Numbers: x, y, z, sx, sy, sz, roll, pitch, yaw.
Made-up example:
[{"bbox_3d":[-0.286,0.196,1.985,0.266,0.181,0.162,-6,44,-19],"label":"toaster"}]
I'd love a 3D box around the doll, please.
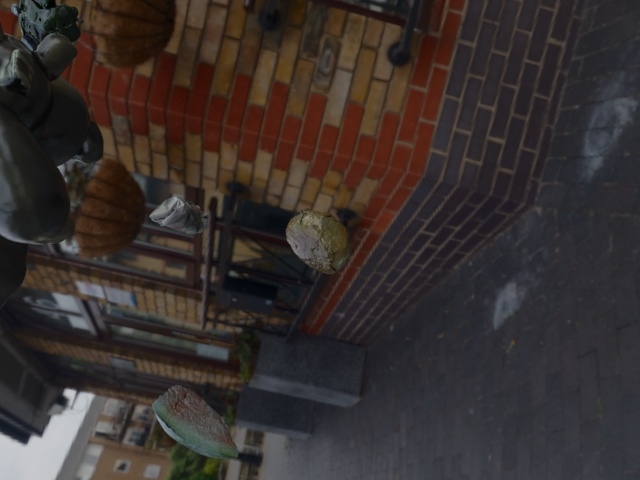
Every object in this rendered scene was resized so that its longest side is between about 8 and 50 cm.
[{"bbox_3d":[-0.512,-0.152,1.022,0.382,0.252,0.379,93,173,-72],"label":"doll"}]

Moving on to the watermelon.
[{"bbox_3d":[-0.231,0.351,1.154,0.094,0.180,0.081,-40,-6,-30],"label":"watermelon"}]

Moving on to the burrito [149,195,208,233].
[{"bbox_3d":[-0.248,-0.045,1.107,0.203,0.064,0.064,40,-117,-85],"label":"burrito"}]

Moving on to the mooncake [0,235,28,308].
[{"bbox_3d":[-0.810,0.033,1.367,0.154,0.305,0.306,54,-139,-57],"label":"mooncake"}]

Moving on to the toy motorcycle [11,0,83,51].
[{"bbox_3d":[-0.780,-0.616,1.755,0.274,0.187,0.125,-25,19,53],"label":"toy motorcycle"}]

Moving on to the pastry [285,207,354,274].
[{"bbox_3d":[-0.003,0.002,1.261,0.081,0.153,0.153,-53,-4,-23],"label":"pastry"}]
